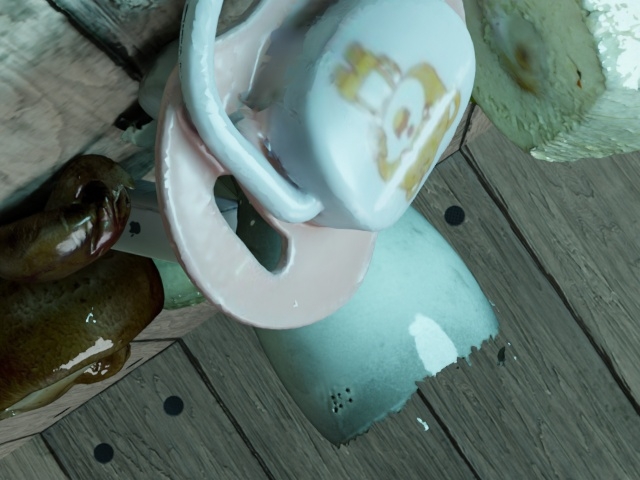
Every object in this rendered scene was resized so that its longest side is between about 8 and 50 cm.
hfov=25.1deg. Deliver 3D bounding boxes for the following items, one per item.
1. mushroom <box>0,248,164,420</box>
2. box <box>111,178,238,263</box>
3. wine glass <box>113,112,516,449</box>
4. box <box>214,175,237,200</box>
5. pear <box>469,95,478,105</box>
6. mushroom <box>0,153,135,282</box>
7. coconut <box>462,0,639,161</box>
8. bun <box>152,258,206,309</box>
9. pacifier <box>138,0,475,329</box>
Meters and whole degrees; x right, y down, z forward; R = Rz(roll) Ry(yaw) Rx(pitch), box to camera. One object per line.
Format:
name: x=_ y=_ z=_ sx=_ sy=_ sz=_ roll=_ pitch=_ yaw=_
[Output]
mushroom: x=-0.275 y=0.087 z=1.453 sx=0.253 sy=0.153 sz=0.253 roll=-34 pitch=178 yaw=-2
box: x=-0.152 y=-0.019 z=1.407 sx=0.130 sy=0.129 sz=0.051 roll=-22 pitch=123 yaw=-68
wine glass: x=-0.005 y=0.000 z=1.214 sx=0.190 sy=0.357 sz=0.190 roll=-36 pitch=175 yaw=-4
box: x=-0.010 y=-0.081 z=1.678 sx=0.225 sy=0.086 sz=0.129 roll=-32 pitch=139 yaw=-17
pear: x=0.248 y=-0.230 z=1.719 sx=0.220 sy=0.187 sz=0.187 roll=-22 pitch=180 yaw=23
mushroom: x=-0.219 y=-0.016 z=1.261 sx=0.170 sy=0.080 sz=0.135 roll=-34 pitch=-174 yaw=39
coconut: x=0.253 y=-0.219 z=1.205 sx=0.255 sy=0.297 sz=0.297 roll=-31 pitch=174 yaw=-16
bun: x=-0.151 y=0.013 z=1.808 sx=0.221 sy=0.108 sz=0.221 roll=-34 pitch=175 yaw=-4
pacifier: x=-0.012 y=-0.097 z=1.011 sx=0.332 sy=0.220 sz=0.273 roll=-57 pitch=-174 yaw=-24
